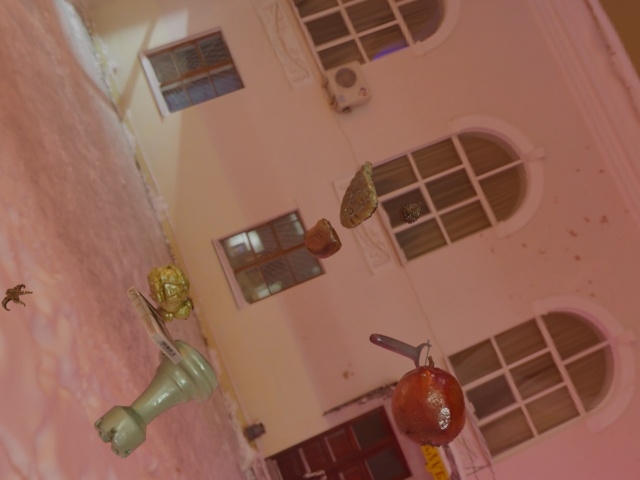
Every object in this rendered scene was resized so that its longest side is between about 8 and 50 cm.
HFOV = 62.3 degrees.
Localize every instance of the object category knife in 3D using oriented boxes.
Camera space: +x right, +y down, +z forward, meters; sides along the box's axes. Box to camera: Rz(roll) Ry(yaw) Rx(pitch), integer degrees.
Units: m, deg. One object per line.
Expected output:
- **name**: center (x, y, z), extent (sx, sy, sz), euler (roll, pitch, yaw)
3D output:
- **knife**: center (0.292, 0.371, 1.855), extent (0.053, 0.278, 0.123), euler (-17, -127, 53)

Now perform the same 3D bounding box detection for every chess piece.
- **chess piece**: center (-0.440, 0.427, 1.412), extent (0.195, 0.299, 0.194), euler (26, -43, 27)

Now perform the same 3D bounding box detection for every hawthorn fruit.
- **hawthorn fruit**: center (0.303, 0.444, 1.488), extent (0.205, 0.205, 0.253), euler (83, 9, -63)

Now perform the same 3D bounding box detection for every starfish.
- **starfish**: center (-0.810, 0.150, 1.409), extent (0.091, 0.078, 0.028), euler (31, -36, 35)

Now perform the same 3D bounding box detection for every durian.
- **durian**: center (0.300, -0.097, 1.755), extent (0.080, 0.091, 0.080), euler (46, 0, 1)

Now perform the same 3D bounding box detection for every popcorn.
- **popcorn**: center (-0.534, 0.183, 1.848), extent (0.168, 0.174, 0.195), euler (27, -47, 33)

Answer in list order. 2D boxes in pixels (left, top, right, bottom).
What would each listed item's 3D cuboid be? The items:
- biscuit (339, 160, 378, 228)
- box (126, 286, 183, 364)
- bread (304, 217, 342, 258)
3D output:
- **biscuit**: center (0.117, -0.132, 1.732), extent (0.187, 0.036, 0.273), euler (-54, -159, 28)
- **box**: center (-0.428, 0.216, 1.365), extent (0.220, 0.032, 0.122), euler (39, -17, 47)
- **bread**: center (0.000, 0.000, 1.794), extent (0.129, 0.044, 0.126), euler (-36, -101, 40)
